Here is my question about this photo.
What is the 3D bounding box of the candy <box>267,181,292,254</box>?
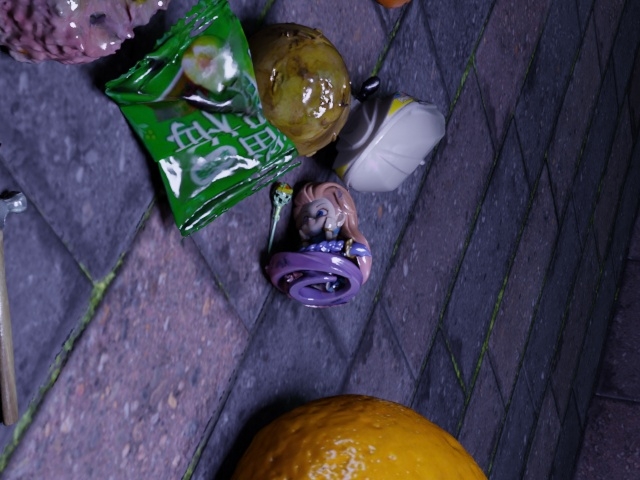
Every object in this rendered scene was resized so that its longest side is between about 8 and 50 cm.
[{"bbox_3d":[-0.050,-0.025,1.156,0.023,0.025,0.083,7,98,-36],"label":"candy"}]

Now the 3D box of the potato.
[{"bbox_3d":[-0.029,-0.154,1.056,0.176,0.137,0.137,68,32,-80],"label":"potato"}]

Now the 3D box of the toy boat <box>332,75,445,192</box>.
[{"bbox_3d":[0.073,-0.131,1.251,0.269,0.141,0.140,7,89,-68],"label":"toy boat"}]

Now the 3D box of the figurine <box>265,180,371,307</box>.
[{"bbox_3d":[0.007,0.008,1.174,0.114,0.126,0.157,40,40,-22],"label":"figurine"}]

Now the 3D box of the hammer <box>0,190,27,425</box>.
[{"bbox_3d":[-0.245,0.056,0.779,0.062,0.017,0.182,-26,119,-59],"label":"hammer"}]

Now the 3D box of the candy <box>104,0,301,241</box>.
[{"bbox_3d":[-0.104,-0.110,0.929,0.141,0.078,0.203,-29,130,-8],"label":"candy"}]

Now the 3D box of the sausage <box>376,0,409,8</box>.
[{"bbox_3d":[0.071,-0.368,1.261,0.197,0.076,0.076,53,49,-52],"label":"sausage"}]

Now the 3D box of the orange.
[{"bbox_3d":[0.050,0.342,1.120,0.341,0.293,0.340,-14,106,-61],"label":"orange"}]

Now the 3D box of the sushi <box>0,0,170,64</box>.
[{"bbox_3d":[-0.184,-0.248,0.743,0.161,0.108,0.241,-58,144,-47],"label":"sushi"}]
